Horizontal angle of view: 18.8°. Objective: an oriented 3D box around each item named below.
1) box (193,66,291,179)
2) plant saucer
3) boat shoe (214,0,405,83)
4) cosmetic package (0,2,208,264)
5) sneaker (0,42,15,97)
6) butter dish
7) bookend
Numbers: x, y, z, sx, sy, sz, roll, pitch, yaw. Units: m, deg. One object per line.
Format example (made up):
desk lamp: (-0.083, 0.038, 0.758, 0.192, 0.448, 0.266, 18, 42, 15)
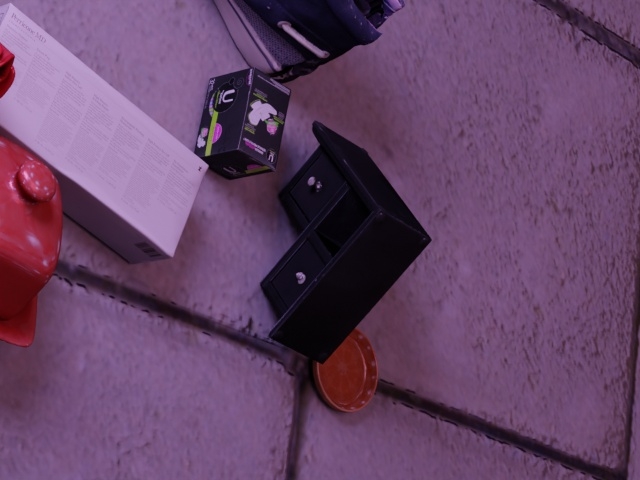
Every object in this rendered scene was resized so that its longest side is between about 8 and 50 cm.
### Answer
box: (-0.071, -0.105, 1.745, 0.052, 0.062, 0.083, 30, 61, -40)
plant saucer: (0.022, 0.122, 1.831, 0.083, 0.013, 0.083, 11, 75, -45)
boat shoe: (-0.057, -0.302, 1.728, 0.340, 0.158, 0.127, 53, 50, -25)
cosmetic package: (-0.205, -0.084, 1.604, 0.239, 0.060, 0.099, 40, 58, -34)
sneaker: (-0.277, -0.177, 1.488, 0.087, 0.128, 0.221, 62, 44, -70)
butter dish: (-0.252, -0.024, 1.486, 0.160, 0.118, 0.160, 30, 42, -37)
bookend: (0.000, 0.000, 1.776, 0.072, 0.156, 0.157, 29, 18, -38)
